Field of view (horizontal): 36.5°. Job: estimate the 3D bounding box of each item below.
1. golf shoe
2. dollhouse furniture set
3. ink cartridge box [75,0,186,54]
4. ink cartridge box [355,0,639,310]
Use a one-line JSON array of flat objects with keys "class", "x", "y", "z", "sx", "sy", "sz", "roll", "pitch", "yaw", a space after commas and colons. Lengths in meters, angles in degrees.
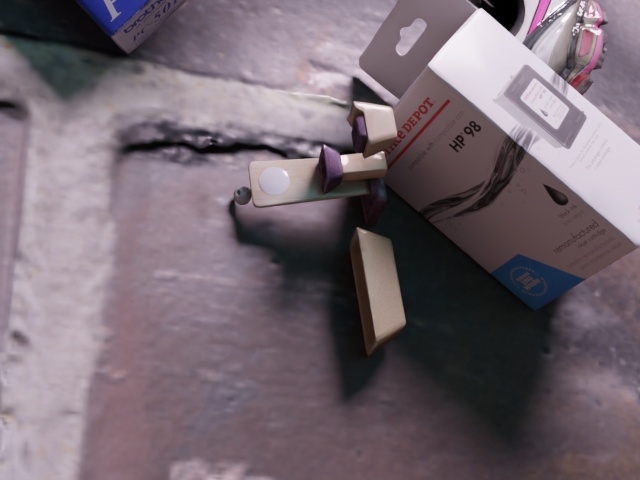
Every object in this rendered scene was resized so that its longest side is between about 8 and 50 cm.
[{"class": "golf shoe", "x": 0.145, "y": -0.184, "z": 0.652, "sx": 0.086, "sy": 0.067, "sz": 0.186, "roll": 15, "pitch": 62, "yaw": -14}, {"class": "dollhouse furniture set", "x": 0.000, "y": 0.000, "z": 0.505, "sx": 0.081, "sy": 0.091, "sz": 0.114, "roll": -6, "pitch": 71, "yaw": -9}, {"class": "ink cartridge box", "x": -0.066, "y": -0.209, "z": 0.530, "sx": 0.207, "sy": 0.046, "sz": 0.097, "roll": -44, "pitch": 87, "yaw": 0}, {"class": "ink cartridge box", "x": 0.092, "y": -0.053, "z": 0.547, "sx": 0.180, "sy": 0.104, "sz": 0.060, "roll": 40, "pitch": 59, "yaw": 0}]
